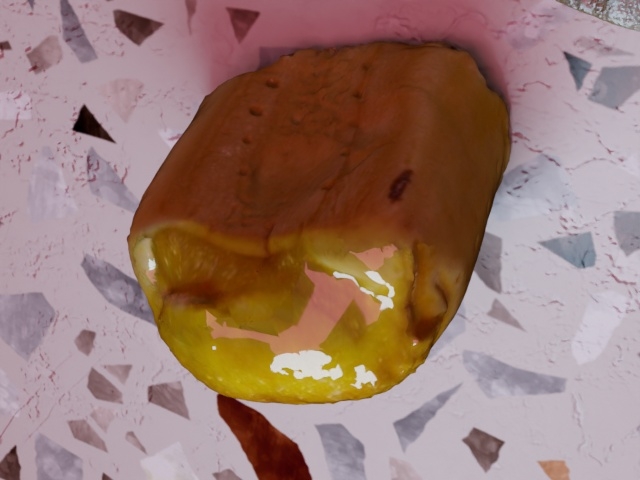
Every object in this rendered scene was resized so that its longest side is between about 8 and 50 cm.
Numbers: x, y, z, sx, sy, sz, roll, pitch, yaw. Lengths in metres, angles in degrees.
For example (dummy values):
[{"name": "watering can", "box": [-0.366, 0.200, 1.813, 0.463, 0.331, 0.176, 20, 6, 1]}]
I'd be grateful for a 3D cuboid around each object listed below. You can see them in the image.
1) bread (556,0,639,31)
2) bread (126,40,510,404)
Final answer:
[{"name": "bread", "box": [0.257, -0.286, 1.497, 0.193, 0.036, 0.112, 23, 123, 12]}, {"name": "bread", "box": [0.000, 0.000, 1.580, 0.361, 0.394, 0.250, -3, 131, 23]}]
